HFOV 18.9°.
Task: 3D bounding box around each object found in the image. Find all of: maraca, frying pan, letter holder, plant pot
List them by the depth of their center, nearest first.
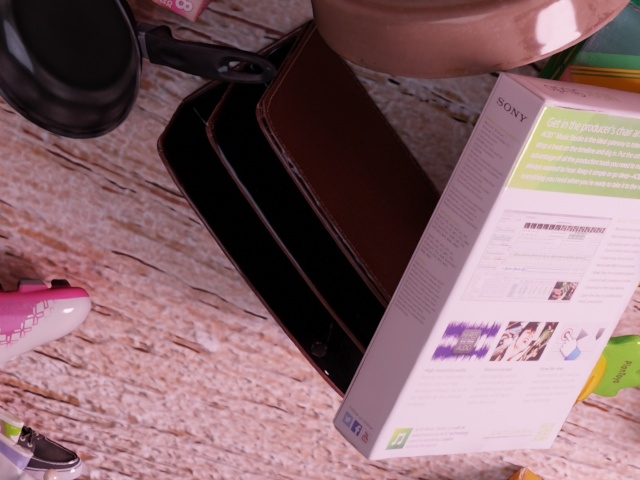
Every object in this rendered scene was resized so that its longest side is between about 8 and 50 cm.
[{"bbox_3d":[0.099,-0.283,1.450,0.263,0.263,0.229,-4,129,15],"label":"plant pot"},{"bbox_3d":[-0.185,-0.195,1.656,0.326,0.053,0.197,-15,110,40],"label":"frying pan"},{"bbox_3d":[0.000,0.000,1.671,0.152,0.214,0.302,-29,108,24],"label":"letter holder"},{"bbox_3d":[0.212,0.110,1.749,0.186,0.099,0.127,5,150,-6],"label":"maraca"}]

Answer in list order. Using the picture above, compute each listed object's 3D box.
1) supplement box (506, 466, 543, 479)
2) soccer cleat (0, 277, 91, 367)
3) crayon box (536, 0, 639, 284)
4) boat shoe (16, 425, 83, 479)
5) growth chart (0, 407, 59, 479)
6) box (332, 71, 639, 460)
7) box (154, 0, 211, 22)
[{"bbox_3d":[0.254,0.328,1.865,0.233,0.078,0.080,42,121,-9],"label":"supplement box"},{"bbox_3d":[-0.372,0.119,1.848,0.331,0.116,0.143,-9,86,11],"label":"soccer cleat"},{"bbox_3d":[0.243,-0.071,1.642,0.165,0.081,0.278,29,116,-9],"label":"crayon box"},{"bbox_3d":[-0.308,0.207,1.945,0.142,0.049,0.040,14,119,8],"label":"boat shoe"},{"bbox_3d":[-0.367,0.205,1.932,0.237,0.021,0.172,43,116,9],"label":"growth chart"},{"bbox_3d":[0.164,0.027,1.527,0.058,0.232,0.322,43,116,37],"label":"box"},{"bbox_3d":[-0.090,-0.350,1.550,0.154,0.142,0.300,28,120,-4],"label":"box"}]
